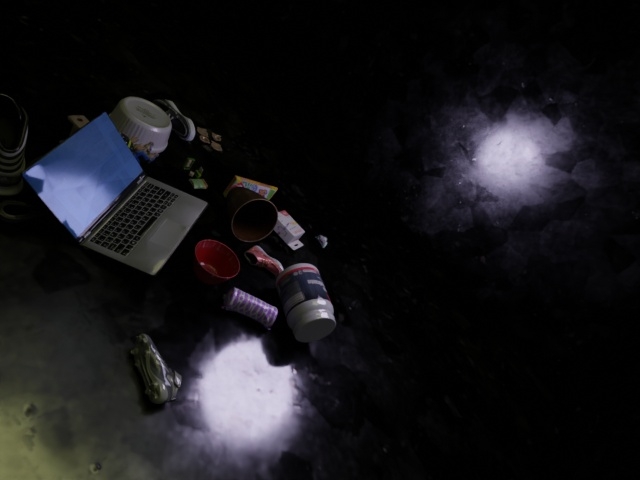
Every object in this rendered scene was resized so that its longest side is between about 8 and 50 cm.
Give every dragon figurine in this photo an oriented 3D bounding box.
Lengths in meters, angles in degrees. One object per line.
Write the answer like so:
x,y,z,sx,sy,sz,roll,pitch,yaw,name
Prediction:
-0.774,-0.325,1.689,0.085,0.144,0.289,45,60,5,dragon figurine

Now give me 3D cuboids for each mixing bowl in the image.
-0.401,0.096,1.567,0.181,0.098,0.182,30,31,-20,mixing bowl

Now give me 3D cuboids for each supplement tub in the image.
-0.060,0.245,1.690,0.191,0.191,0.272,16,37,-39,supplement tub

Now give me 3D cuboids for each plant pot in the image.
-0.336,-0.144,1.906,0.215,0.216,0.230,14,23,-41,plant pot

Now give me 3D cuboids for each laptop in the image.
-0.625,-0.157,1.379,0.407,0.236,0.382,24,47,-1,laptop

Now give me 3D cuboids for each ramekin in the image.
-0.801,-0.527,1.902,0.272,0.127,0.273,30,31,-20,ramekin

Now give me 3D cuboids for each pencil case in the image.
-0.258,0.249,1.555,0.206,0.086,0.088,28,65,-20,pencil case

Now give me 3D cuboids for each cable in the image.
-0.852,-0.092,1.341,0.287,0.072,0.140,-36,95,-49,cable

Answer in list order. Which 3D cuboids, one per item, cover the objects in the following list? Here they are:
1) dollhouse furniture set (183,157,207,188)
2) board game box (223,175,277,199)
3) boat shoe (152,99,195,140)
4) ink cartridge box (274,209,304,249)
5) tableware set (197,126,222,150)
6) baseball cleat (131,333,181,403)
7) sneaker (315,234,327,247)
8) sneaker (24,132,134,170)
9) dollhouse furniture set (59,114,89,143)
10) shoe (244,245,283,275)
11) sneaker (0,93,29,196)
-0.574,-0.308,1.954,0.076,0.059,0.152,-7,54,-54,dollhouse furniture set
-0.337,-0.237,2.083,0.259,0.124,0.039,9,43,-45,board game box
-0.740,-0.608,2.114,0.301,0.108,0.102,50,29,20,boat shoe
-0.158,-0.053,2.112,0.198,0.067,0.115,47,28,8,ink cartridge box
-0.602,-0.555,2.303,0.141,0.020,0.169,20,35,-36,tableware set
-0.457,0.359,1.185,0.109,0.072,0.206,23,36,-57,baseball cleat
0.000,0.000,2.274,0.069,0.038,0.098,32,20,-14,sneaker
-0.815,-0.253,1.436,0.384,0.147,0.145,-45,121,-54,sneaker
-0.868,-0.393,1.627,0.129,0.129,0.183,45,29,5,dollhouse furniture set
-0.244,0.097,1.808,0.178,0.064,0.081,40,29,8,shoe
-0.989,-0.375,1.315,0.169,0.257,0.448,2,47,-50,sneaker
